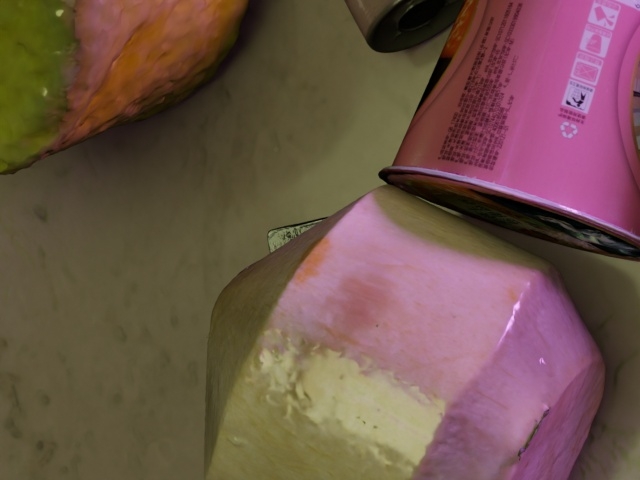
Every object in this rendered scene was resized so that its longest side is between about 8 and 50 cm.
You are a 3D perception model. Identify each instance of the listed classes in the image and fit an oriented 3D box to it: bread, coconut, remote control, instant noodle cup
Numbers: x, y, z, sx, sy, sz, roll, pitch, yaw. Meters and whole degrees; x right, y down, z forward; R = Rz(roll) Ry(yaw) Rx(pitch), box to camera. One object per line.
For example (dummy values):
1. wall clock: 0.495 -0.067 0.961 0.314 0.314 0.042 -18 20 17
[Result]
1. bread: -0.252 -0.225 1.476 0.348 0.308 0.348 10 120 17
2. coconut: 0.052 0.118 1.383 0.323 0.323 0.323 -1 87 22
3. remote control: 0.000 0.000 1.551 0.096 0.014 0.039 -13 83 19
4. instant noodle cup: 0.193 -0.132 1.386 0.244 0.244 0.255 15 85 21

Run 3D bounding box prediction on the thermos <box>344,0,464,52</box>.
1. thermos: 0.059 -0.275 1.504 0.137 0.105 0.193 -25 70 -8
